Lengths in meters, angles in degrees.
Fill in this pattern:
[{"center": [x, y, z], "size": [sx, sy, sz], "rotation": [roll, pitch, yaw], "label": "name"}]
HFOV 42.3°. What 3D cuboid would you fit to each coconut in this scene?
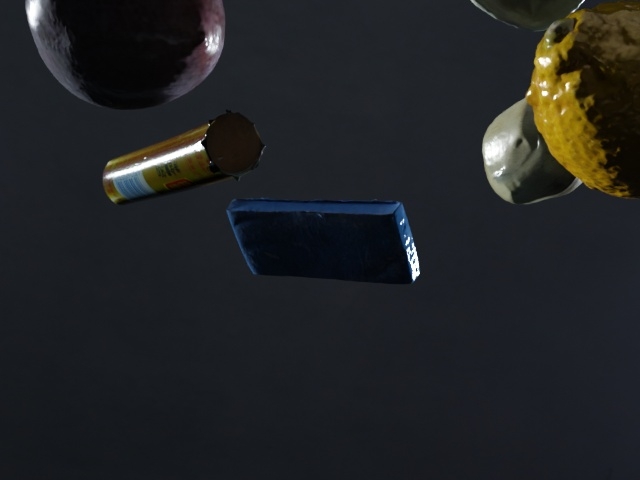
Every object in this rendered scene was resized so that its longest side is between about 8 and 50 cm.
[{"center": [0.418, -0.174, 1.558], "size": [0.224, 0.224, 0.224], "rotation": [9, -178, 0], "label": "coconut"}]

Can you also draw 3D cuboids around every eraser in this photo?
[{"center": [0.000, 0.000, 1.337], "size": [0.312, 0.144, 0.042], "rotation": [3, -141, 29], "label": "eraser"}]

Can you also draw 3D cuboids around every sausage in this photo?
[{"center": [-0.206, -0.092, 1.076], "size": [0.082, 0.082, 0.371], "rotation": [8, 171, -35], "label": "sausage"}]

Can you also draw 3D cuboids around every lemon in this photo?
[{"center": [0.238, -0.112, 0.644], "size": [0.187, 0.142, 0.142], "rotation": [35, 168, -30], "label": "lemon"}]

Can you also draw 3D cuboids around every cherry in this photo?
[{"center": [-0.215, -0.248, 0.897], "size": [0.266, 0.213, 0.183], "rotation": [30, -132, 30], "label": "cherry"}]

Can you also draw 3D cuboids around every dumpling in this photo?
[{"center": [0.304, -0.386, 1.235], "size": [0.181, 0.155, 0.111], "rotation": [-11, 170, 26], "label": "dumpling"}]
